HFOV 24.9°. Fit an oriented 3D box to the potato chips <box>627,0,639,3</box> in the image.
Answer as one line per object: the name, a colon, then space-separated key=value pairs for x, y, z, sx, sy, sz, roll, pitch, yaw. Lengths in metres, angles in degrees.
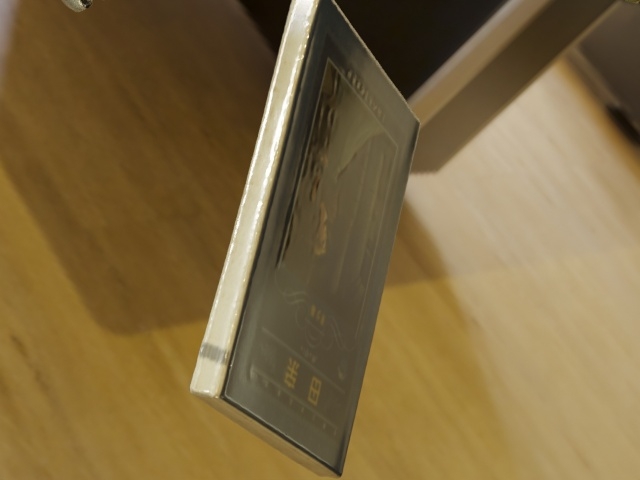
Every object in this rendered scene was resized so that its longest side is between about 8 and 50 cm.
potato chips: x=0.315 y=-0.091 z=1.043 sx=0.429 sy=0.070 sz=0.358 roll=15 pitch=48 yaw=-58

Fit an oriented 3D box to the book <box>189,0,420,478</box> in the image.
book: x=0.000 y=0.000 z=0.931 sx=0.191 sy=0.025 sz=0.269 roll=45 pitch=54 yaw=-56

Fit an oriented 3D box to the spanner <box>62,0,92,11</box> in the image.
spanner: x=-0.184 y=-0.217 z=0.606 sx=0.017 sy=0.071 sz=0.302 roll=-39 pitch=94 yaw=-19
